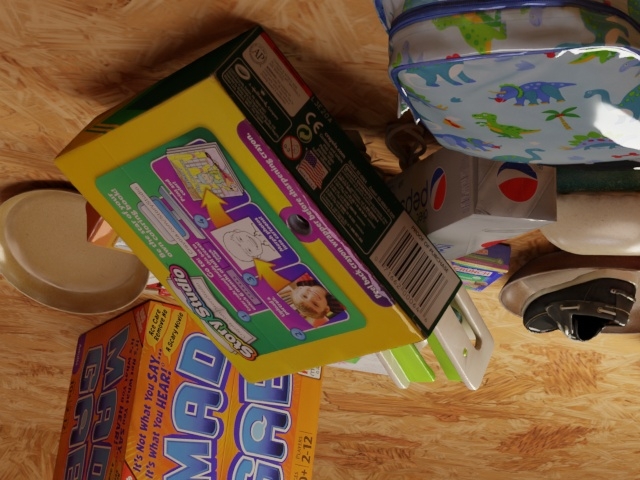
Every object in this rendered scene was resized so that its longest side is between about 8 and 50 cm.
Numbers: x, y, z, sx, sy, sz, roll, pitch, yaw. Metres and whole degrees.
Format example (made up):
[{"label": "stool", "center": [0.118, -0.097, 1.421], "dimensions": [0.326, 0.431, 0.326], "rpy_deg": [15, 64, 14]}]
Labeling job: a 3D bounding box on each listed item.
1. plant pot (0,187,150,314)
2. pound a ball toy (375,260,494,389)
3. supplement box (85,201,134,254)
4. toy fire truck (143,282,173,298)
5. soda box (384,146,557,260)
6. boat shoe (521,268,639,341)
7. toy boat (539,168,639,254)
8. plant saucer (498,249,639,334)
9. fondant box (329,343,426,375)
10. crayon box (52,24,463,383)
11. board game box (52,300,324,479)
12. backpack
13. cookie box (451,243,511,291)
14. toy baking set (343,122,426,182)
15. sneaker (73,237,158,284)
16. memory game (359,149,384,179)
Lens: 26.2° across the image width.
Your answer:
[{"label": "plant pot", "center": [-0.352, 0.010, 1.941], "dimensions": [0.236, 0.032, 0.236], "rpy_deg": [6, 132, 6]}, {"label": "pound a ball toy", "center": [0.085, 0.060, 1.872], "dimensions": [0.208, 0.136, 0.319], "rpy_deg": [-3, 136, 33]}, {"label": "supplement box", "center": [-0.193, -0.017, 1.845], "dimensions": [0.233, 0.078, 0.080], "rpy_deg": [16, 129, -27]}, {"label": "toy fire truck", "center": [-0.235, 0.071, 2.176], "dimensions": [0.192, 0.047, 0.135], "rpy_deg": [10, 161, -13]}, {"label": "soda box", "center": [0.154, -0.043, 1.508], "dimensions": [0.098, 0.091, 0.286], "rpy_deg": [4, 170, -17]}, {"label": "boat shoe", "center": [0.349, 0.102, 1.900], "dimensions": [0.084, 0.079, 0.233], "rpy_deg": [12, 161, -22]}, {"label": "toy boat", "center": [0.399, -0.056, 1.500], "dimensions": [0.318, 0.148, 0.267], "rpy_deg": [0, 179, 25]}, {"label": "plant saucer", "center": [0.413, 0.071, 1.977], "dimensions": [0.310, 0.050, 0.310], "rpy_deg": [6, 160, 2]}, {"label": "fondant box", "center": [0.042, 0.116, 2.149], "dimensions": [0.238, 0.096, 0.330], "rpy_deg": [10, 159, -10]}, {"label": "crayon box", "center": [-0.074, -0.022, 1.522], "dimensions": [0.313, 0.106, 0.363], "rpy_deg": [-19, 117, 48]}, {"label": "board game box", "center": [-0.245, 0.351, 2.503], "dimensions": [0.356, 0.356, 0.356], "rpy_deg": [17, 158, -26]}, {"label": "backpack", "center": [0.180, -0.182, 1.095], "dimensions": [0.290, 0.273, 0.355], "rpy_deg": [5, 149, 24]}, {"label": "cookie box", "center": [0.206, 0.032, 1.942], "dimensions": [0.092, 0.040, 0.107], "rpy_deg": [12, 159, -12]}, {"label": "toy baking set", "center": [0.124, -0.087, 1.651], "dimensions": [0.256, 0.030, 0.197], "rpy_deg": [13, 158, -12]}, {"label": "sneaker", "center": [-0.303, 0.005, 1.987], "dimensions": [0.212, 0.080, 0.094], "rpy_deg": [7, 145, -3]}, {"label": "memory game", "center": [-0.012, -0.094, 1.647], "dimensions": [0.186, 0.012, 0.186], "rpy_deg": [16, 161, 5]}]
